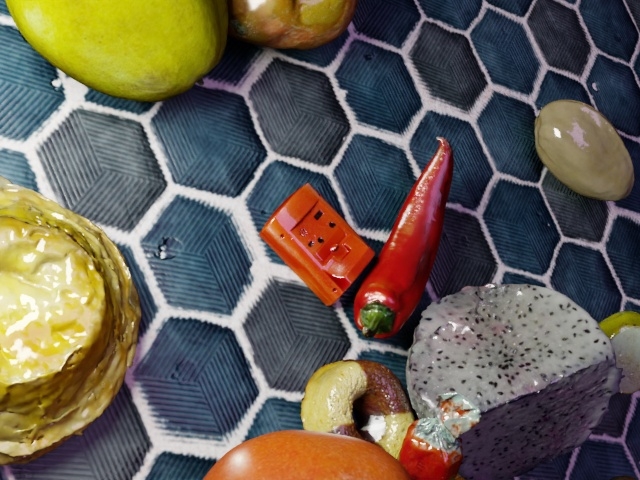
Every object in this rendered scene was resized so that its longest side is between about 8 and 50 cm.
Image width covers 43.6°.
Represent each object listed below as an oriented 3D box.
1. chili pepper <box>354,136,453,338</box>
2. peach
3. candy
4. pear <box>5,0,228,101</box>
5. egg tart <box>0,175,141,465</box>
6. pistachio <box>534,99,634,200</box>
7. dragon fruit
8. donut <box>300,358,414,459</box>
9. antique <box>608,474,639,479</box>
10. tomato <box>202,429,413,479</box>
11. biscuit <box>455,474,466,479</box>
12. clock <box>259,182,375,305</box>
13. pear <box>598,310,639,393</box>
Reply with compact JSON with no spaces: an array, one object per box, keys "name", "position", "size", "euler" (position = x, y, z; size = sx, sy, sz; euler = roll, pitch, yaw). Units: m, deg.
[{"name":"chili pepper","position":[0.119,0.018,1.189],"size":[0.092,0.137,0.368],"euler":[10,55,18]},{"name":"peach","position":[-0.054,-0.373,1.172],"size":[0.214,0.214,0.235],"euler":[47,64,-9]},{"name":"candy","position":[0.132,0.313,1.037],"size":[0.086,0.292,0.059],"euler":[21,26,13]},{"name":"pear","position":[-0.256,-0.322,1.014],"size":[0.321,0.269,0.269],"euler":[47,57,-25]},{"name":"egg tart","position":[-0.353,0.081,0.896],"size":[0.341,0.129,0.341],"euler":[9,70,-26]},{"name":"pistachio","position":[0.475,-0.161,1.444],"size":[0.226,0.136,0.136],"euler":[40,59,-13]},{"name":"dragon fruit","position":[0.264,0.205,1.170],"size":[0.283,0.221,0.204],"euler":[-22,42,-5]},{"name":"donut","position":[0.060,0.252,1.110],"size":[0.166,0.073,0.184],"euler":[-3,74,-28]},{"name":"antique","position":[0.449,0.472,1.238],"size":[0.257,0.121,0.143],"euler":[-38,86,-26]},{"name":"tomato","position":[-0.018,0.383,0.909],"size":[0.341,0.273,0.341],"euler":[-9,108,-28]},{"name":"biscuit","position":[0.198,0.370,1.183],"size":[0.078,0.015,0.091],"euler":[42,58,-10]},{"name":"clock","position":[0.000,0.000,1.163],"size":[0.155,0.061,0.113],"euler":[45,59,-8]},{"name":"pear","position":[0.519,0.188,1.373],"size":[0.141,0.104,0.141],"euler":[-1,99,-3]}]
